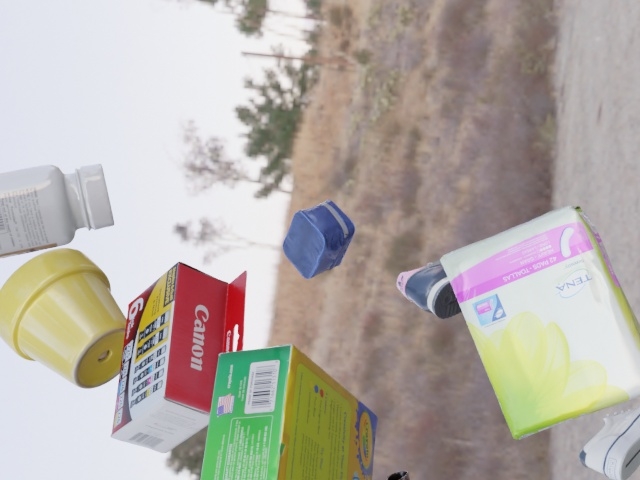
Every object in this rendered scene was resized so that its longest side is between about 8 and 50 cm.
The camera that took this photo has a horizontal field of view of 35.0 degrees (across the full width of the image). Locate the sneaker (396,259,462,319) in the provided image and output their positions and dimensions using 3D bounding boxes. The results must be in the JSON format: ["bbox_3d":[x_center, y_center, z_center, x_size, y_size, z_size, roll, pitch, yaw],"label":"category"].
[{"bbox_3d":[0.289,0.070,2.065,0.319,0.131,0.112,-8,-65,-46],"label":"sneaker"}]

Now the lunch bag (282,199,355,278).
[{"bbox_3d":[0.000,0.000,1.324,0.065,0.067,0.098,-22,-28,-36],"label":"lunch bag"}]

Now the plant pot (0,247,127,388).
[{"bbox_3d":[-0.525,0.183,2.163,0.254,0.239,0.254,-36,-31,-26],"label":"plant pot"}]

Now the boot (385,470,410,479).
[{"bbox_3d":[0.114,0.472,1.504,0.248,0.090,0.207,-22,-82,-74],"label":"boot"}]

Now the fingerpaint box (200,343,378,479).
[{"bbox_3d":[-0.055,0.463,1.795,0.371,0.163,0.445,46,-138,-50],"label":"fingerpaint box"}]

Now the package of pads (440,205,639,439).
[{"bbox_3d":[0.342,0.116,1.502,0.296,0.229,0.101,69,-161,6],"label":"package of pads"}]

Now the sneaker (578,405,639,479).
[{"bbox_3d":[0.544,0.326,1.780,0.258,0.091,0.094,-24,-60,-43],"label":"sneaker"}]

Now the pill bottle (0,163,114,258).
[{"bbox_3d":[-0.446,-0.049,1.588,0.131,0.229,0.131,168,90,-79],"label":"pill bottle"}]

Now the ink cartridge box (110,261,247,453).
[{"bbox_3d":[-0.273,0.214,1.980,0.272,0.130,0.309,-38,40,39],"label":"ink cartridge box"}]
